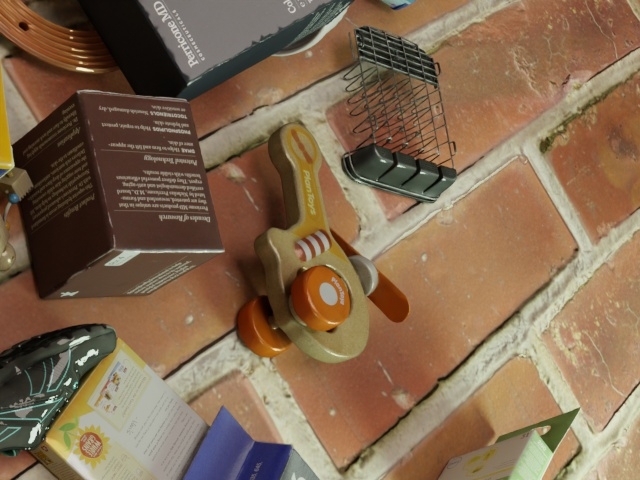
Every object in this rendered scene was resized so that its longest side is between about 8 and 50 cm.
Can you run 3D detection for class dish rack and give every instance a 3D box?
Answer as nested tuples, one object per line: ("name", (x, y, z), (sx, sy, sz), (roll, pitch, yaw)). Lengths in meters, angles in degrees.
("dish rack", (0.120, -0.209, 2.073), (0.208, 0.074, 0.272), (14, 58, -41))

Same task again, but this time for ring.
("ring", (-0.353, -0.372, 1.727), (0.336, 0.032, 0.337), (23, 54, -35))

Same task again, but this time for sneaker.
("sneaker", (-0.331, 0.172, 1.430), (0.267, 0.101, 0.106), (-27, 101, -40))

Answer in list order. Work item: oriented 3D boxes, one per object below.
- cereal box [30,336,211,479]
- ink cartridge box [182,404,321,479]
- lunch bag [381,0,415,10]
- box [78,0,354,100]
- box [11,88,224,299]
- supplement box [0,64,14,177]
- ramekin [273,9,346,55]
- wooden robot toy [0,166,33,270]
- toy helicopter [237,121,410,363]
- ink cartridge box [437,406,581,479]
("cereal box", (-0.207, 0.257, 1.523), (0.240, 0.047, 0.173), (48, 45, -16))
("ink cartridge box", (-0.067, 0.403, 1.528), (0.307, 0.072, 0.304), (55, 42, -28))
("lunch bag", (0.171, -0.503, 2.163), (0.090, 0.219, 0.176), (23, 54, -35))
("box", (-0.163, -0.390, 1.690), (0.312, 0.179, 0.343), (-32, 93, -25))
("box", (-0.247, -0.052, 1.557), (0.167, 0.168, 0.203), (0, 70, -45))
("supplement box", (-0.523, -0.148, 1.321), (0.356, 0.195, 0.194), (8, 64, -41))
("ramekin", (-0.048, -0.383, 1.905), (0.207, 0.207, 0.109), (59, 33, -3))
("wooden robot toy", (-0.383, 0.000, 1.495), (0.079, 0.076, 0.173), (72, 27, -46))
("toy helicopter", (0.000, 0.000, 1.799), (0.235, 0.140, 0.355), (12, 58, -42))
("ink cartridge box", (0.260, 0.313, 1.855), (0.056, 0.171, 0.235), (52, 43, -10))
